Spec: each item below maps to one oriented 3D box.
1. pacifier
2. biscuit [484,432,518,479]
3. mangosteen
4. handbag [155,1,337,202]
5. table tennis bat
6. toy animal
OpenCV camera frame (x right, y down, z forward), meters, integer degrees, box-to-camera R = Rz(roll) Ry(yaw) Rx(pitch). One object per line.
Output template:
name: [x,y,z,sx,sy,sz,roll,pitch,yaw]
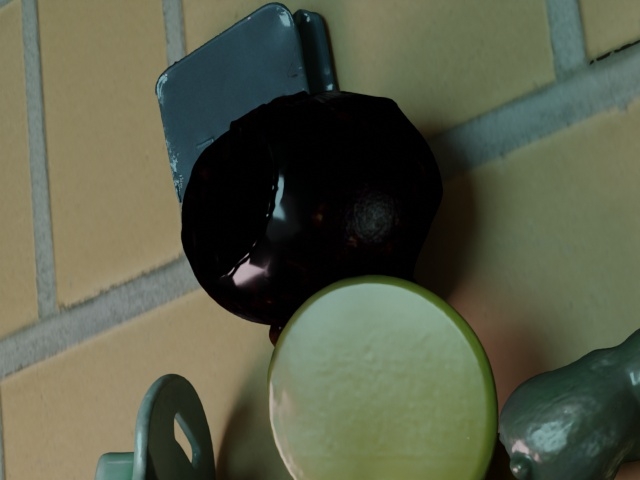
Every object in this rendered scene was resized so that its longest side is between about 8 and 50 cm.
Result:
pacifier: [-0.104,0.310,1.944,0.269,0.288,0.343,1,58,15]
biscuit: [0.141,0.348,1.753,0.237,0.062,0.291,-40,53,36]
mangosteen: [-0.003,-0.003,1.852,0.287,0.233,0.288,-12,73,47]
handbag: [-0.078,-0.143,2.096,0.229,0.062,0.179,-29,65,40]
table tennis bat: [0.061,0.214,1.726,0.224,0.054,0.369,-4,93,26]
toy animal: [0.272,0.123,1.621,0.251,0.125,0.127,-40,26,16]
